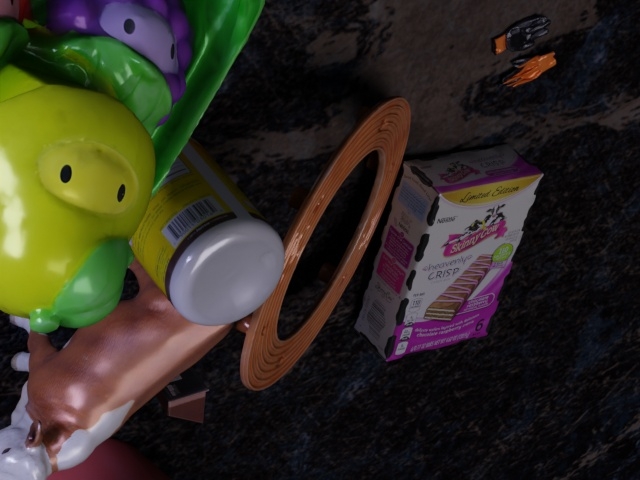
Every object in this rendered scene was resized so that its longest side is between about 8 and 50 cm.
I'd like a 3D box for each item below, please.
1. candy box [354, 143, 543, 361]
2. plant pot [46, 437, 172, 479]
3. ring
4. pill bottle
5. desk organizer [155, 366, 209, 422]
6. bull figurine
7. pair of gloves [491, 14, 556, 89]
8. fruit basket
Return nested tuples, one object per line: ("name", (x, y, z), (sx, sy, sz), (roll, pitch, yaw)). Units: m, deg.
("candy box", (0.144, 0.014, 2.057), (0.159, 0.071, 0.233), (-12, 131, -35))
("plant pot", (-0.221, 0.361, 1.957), (0.275, 0.243, 0.275), (-20, 134, -22))
("ring", (0.000, 0.000, 1.862), (0.337, 0.032, 0.336), (-58, 166, -23))
("pill bottle", (-0.131, -0.023, 1.717), (0.117, 0.215, 0.117), (-20, 134, -22))
("desk organizer", (-0.168, 0.137, 1.892), (0.047, 0.130, 0.050), (-16, 135, -27))
("bull figurine", (-0.221, 0.118, 1.790), (0.310, 0.188, 0.101), (-35, 138, -7))
("pair of gloves", (0.221, -0.205, 1.982), (0.074, 0.010, 0.083), (-28, 134, -13))
("fruit basket", (-0.225, -0.124, 1.452), (0.392, 0.392, 0.283), (13, 116, -43))
